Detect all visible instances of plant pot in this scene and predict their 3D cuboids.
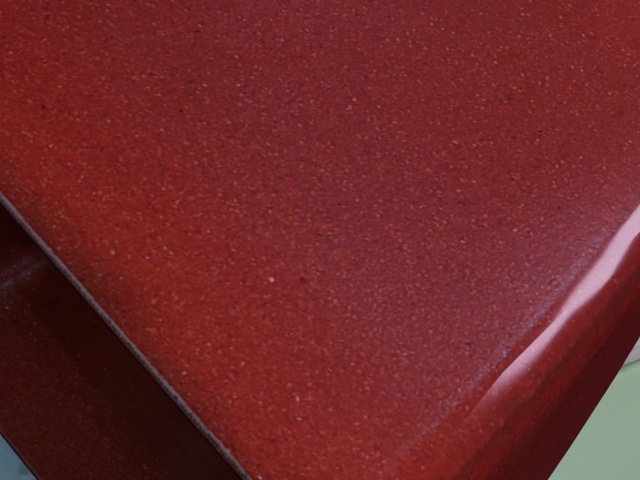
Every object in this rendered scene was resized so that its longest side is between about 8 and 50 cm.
[{"bbox_3d":[0.000,0.000,0.584,0.236,0.267,0.267,-35,69,-21],"label":"plant pot"}]

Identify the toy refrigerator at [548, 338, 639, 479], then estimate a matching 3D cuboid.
[{"bbox_3d":[0.053,0.123,0.722,0.270,0.094,0.102,-20,94,-7],"label":"toy refrigerator"}]
